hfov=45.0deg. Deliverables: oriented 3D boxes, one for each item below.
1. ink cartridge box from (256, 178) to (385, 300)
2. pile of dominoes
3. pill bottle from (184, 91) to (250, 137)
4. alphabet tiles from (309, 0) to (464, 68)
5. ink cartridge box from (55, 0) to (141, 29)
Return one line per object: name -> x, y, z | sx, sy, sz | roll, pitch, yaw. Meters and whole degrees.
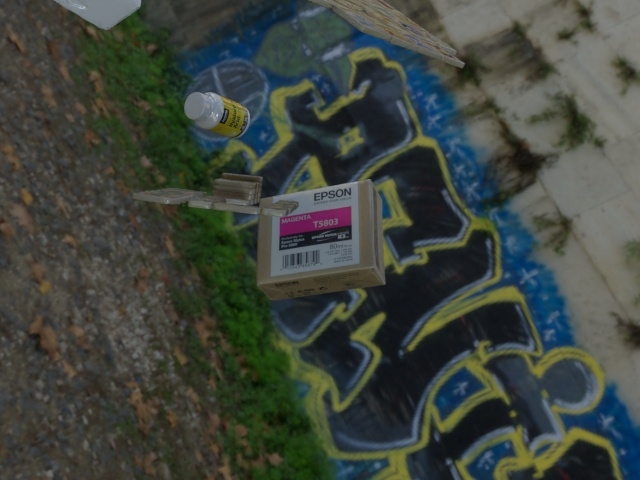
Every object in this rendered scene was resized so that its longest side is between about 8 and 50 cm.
ink cartridge box -> 0.000, 0.000, 1.477 | 0.088, 0.234, 0.193 | 53, 31, -58
pile of dominoes -> -0.130, -0.068, 1.022 | 0.251, 0.195, 0.040 | -68, 165, -85
pill bottle -> -0.182, -0.221, 1.348 | 0.116, 0.065, 0.065 | 10, 50, -57
alphabet tiles -> 0.035, -0.322, 1.027 | 0.342, 0.011, 0.285 | 1, 36, -50
ink cartridge box -> -0.382, -0.501, 1.278 | 0.172, 0.100, 0.237 | 26, 55, -47
